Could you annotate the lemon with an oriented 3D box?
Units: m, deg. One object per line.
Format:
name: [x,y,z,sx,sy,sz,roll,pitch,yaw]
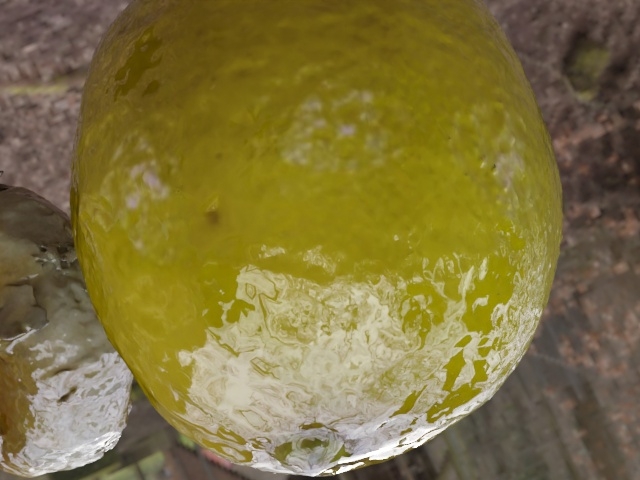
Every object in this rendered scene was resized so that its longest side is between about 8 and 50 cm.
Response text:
lemon: [0.000,0.000,0.896,0.364,0.364,0.364,-25,172,-4]

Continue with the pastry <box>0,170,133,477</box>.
pastry: [-0.252,0.079,1.058,0.120,0.236,0.257,-18,158,-40]
